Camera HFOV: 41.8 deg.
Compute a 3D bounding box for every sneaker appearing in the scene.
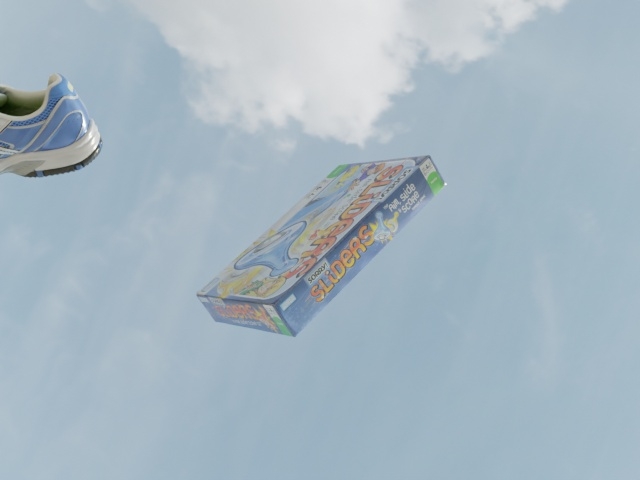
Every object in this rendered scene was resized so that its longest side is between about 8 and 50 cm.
[{"bbox_3d":[-0.307,-0.097,0.742,0.211,0.080,0.081,-13,-49,-7],"label":"sneaker"}]

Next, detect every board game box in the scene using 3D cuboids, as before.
[{"bbox_3d":[0.000,0.000,0.739,0.136,0.201,0.035,1,-51,55],"label":"board game box"}]
